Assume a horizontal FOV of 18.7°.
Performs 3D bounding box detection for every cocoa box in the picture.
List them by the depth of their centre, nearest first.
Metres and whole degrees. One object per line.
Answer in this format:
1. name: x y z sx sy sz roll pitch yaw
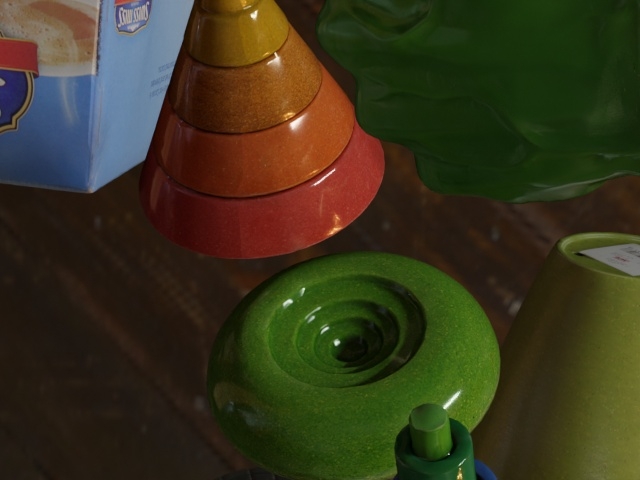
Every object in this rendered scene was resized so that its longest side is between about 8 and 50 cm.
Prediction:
1. cocoa box: -0.195 -0.175 1.222 0.231 0.347 0.228 8 102 8

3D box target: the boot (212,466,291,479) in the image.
1. boot: -0.091 0.294 1.860 0.236 0.178 0.085 -18 66 -1

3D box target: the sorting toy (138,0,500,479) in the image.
1. sorting toy: 0.000 0.000 0.819 0.127 0.126 0.365 -16 42 -8

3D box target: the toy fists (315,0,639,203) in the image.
1. toy fists: 0.061 -0.148 0.710 0.142 0.279 0.096 1 24 29

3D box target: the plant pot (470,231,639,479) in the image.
1. plant pot: 0.259 0.150 1.762 0.274 0.275 0.294 4 107 -6
